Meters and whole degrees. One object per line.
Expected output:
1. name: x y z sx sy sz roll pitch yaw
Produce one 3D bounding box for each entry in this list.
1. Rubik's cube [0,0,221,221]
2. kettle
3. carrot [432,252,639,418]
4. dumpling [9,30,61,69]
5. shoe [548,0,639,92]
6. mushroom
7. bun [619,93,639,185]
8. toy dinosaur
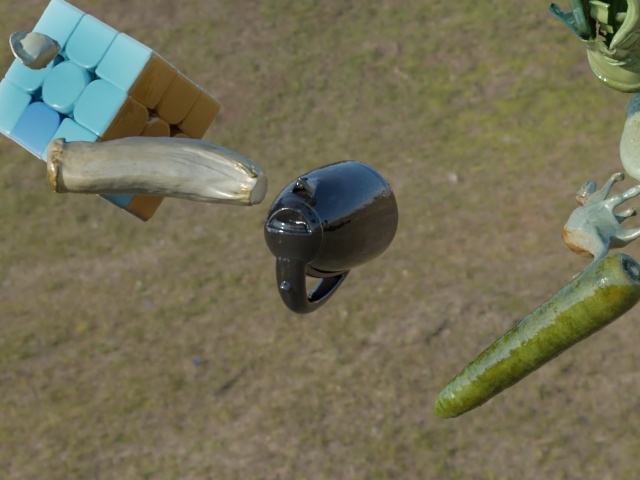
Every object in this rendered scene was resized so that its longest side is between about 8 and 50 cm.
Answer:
1. Rubik's cube: -0.429 -0.256 2.397 0.290 0.291 0.291 33 0 27
2. kettle: 0.000 0.000 2.256 0.207 0.268 0.290 8 14 23
3. carrot: 0.269 0.135 1.549 0.358 0.074 0.074 -43 -4 33
4. dumpling: -0.375 -0.251 1.571 0.077 0.059 0.043 -48 0 -32
5. shoe: 0.392 -0.306 1.622 0.128 0.262 0.140 -27 52 -20
6. mushroom: -0.255 -0.104 1.862 0.351 0.095 0.122 4 32 4
7. bun: 0.584 -0.169 1.920 0.221 0.221 0.108 -1 -23 43
8. toy dinosaur: 0.483 -0.021 2.035 0.206 0.092 0.393 -25 22 37
